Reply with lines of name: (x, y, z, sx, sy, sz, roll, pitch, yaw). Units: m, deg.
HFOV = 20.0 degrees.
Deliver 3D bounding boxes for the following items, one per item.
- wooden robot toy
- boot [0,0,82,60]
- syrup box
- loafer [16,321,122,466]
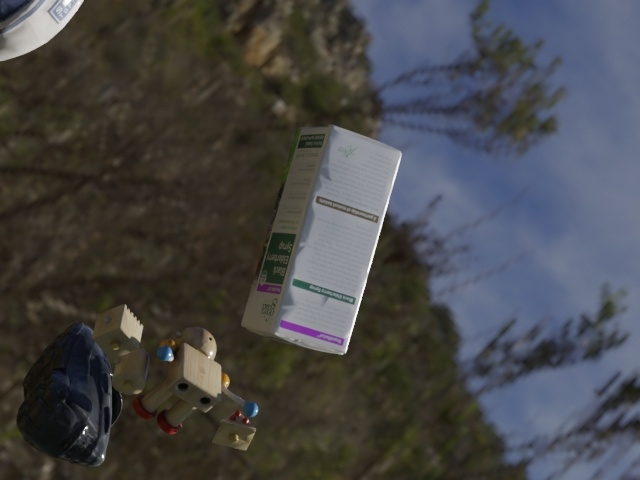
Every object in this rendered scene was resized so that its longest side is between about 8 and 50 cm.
wooden robot toy: (-0.117, 0.101, 1.475, 0.173, 0.079, 0.076, 37, -55, -27)
boot: (-0.181, -0.101, 0.662, 0.190, 0.069, 0.086, -11, -38, 30)
syrup box: (0.000, 0.000, 1.990, 0.096, 0.236, 0.093, 19, -6, -23)
loafer: (-0.209, 0.133, 1.550, 0.078, 0.076, 0.223, 41, 10, -14)
